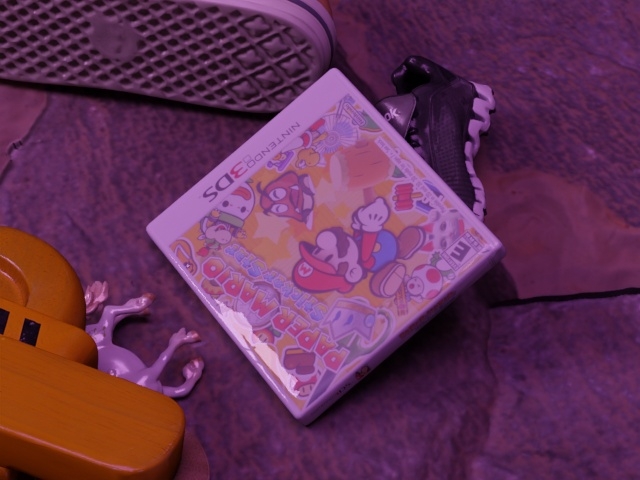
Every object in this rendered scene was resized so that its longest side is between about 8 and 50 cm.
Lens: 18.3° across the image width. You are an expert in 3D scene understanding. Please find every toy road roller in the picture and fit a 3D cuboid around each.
[{"bbox_3d":[-0.208,0.125,1.401,0.330,0.202,0.240,20,40,14],"label":"toy road roller"}]

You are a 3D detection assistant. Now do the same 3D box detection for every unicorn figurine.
[{"bbox_3d":[-0.144,0.099,1.520,0.162,0.060,0.111,27,52,38],"label":"unicorn figurine"}]

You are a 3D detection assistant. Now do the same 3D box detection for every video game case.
[{"bbox_3d":[0.000,0.000,1.570,0.206,0.026,0.227,-41,60,-1],"label":"video game case"}]

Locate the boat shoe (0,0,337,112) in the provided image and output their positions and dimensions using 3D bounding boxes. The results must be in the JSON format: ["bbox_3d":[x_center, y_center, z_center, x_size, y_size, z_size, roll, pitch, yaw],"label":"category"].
[{"bbox_3d":[-0.227,-0.241,1.718,0.500,0.186,0.156,12,48,-2],"label":"boat shoe"}]

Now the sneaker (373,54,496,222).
[{"bbox_3d":[0.081,-0.066,1.632,0.106,0.078,0.234,34,42,-22],"label":"sneaker"}]
